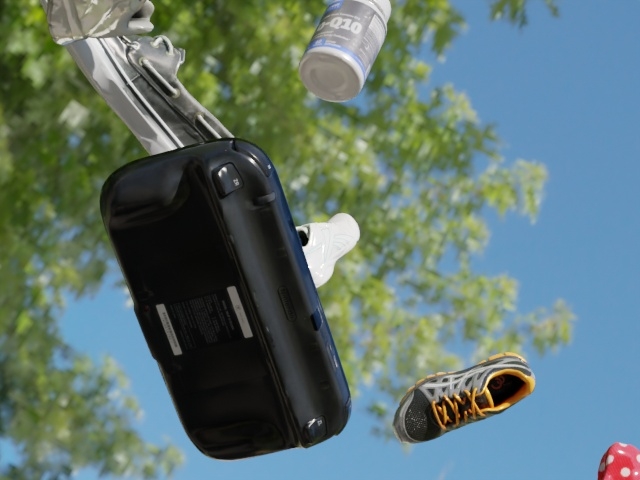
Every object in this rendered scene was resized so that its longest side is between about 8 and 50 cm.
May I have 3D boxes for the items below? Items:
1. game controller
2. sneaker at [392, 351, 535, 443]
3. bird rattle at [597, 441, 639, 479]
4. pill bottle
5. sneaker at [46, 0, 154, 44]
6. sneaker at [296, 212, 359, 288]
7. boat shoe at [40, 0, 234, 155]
[{"bbox_3d":[-0.086,0.062,1.452,0.166,0.067,0.319,-11,-67,18],"label":"game controller"},{"bbox_3d":[0.198,0.217,2.168,0.084,0.215,0.083,65,-8,-12],"label":"sneaker"},{"bbox_3d":[0.356,0.234,1.342,0.253,0.207,0.143,29,-30,41],"label":"bird rattle"},{"bbox_3d":[0.031,-0.231,1.822,0.078,0.137,0.078,14,-40,12],"label":"pill bottle"},{"bbox_3d":[-0.258,-0.316,1.782,0.129,0.111,0.297,1,-16,2],"label":"sneaker"},{"bbox_3d":[0.000,0.000,1.827,0.053,0.152,0.061,-22,-72,31],"label":"sneaker"},{"bbox_3d":[-0.222,-0.207,2.014,0.335,0.119,0.121,52,-4,-15],"label":"boat shoe"}]
